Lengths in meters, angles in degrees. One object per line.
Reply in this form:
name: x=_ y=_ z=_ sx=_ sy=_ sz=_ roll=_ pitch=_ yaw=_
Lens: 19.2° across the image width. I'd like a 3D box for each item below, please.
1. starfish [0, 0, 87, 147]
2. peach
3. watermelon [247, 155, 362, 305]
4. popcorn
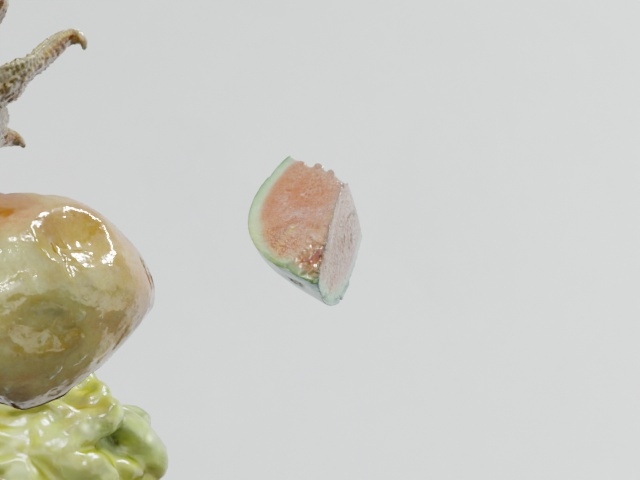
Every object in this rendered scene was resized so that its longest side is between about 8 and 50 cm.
starfish: x=-0.460 y=-0.186 z=2.416 sx=0.327 sy=0.094 sz=0.375 roll=-2 pitch=-39 yaw=-37
peach: x=-0.271 y=0.055 z=1.809 sx=0.235 sy=0.214 sz=0.214 roll=-2 pitch=-12 yaw=-17
watermelon: x=-0.010 y=0.013 z=2.396 sx=0.128 sy=0.231 sz=0.146 roll=-9 pitch=-49 yaw=24
popcorn: x=-0.347 y=0.279 z=2.281 sx=0.312 sy=0.312 sz=0.312 roll=-9 pitch=-11 yaw=-2
